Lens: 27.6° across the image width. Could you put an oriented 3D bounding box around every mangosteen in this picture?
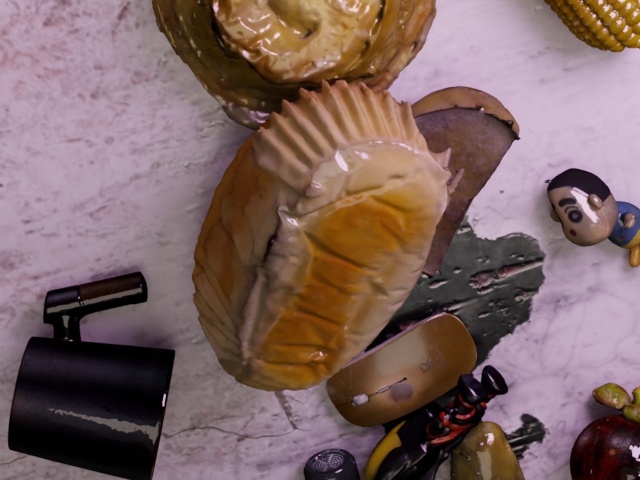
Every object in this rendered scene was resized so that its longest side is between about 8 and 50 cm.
[{"bbox_3d":[0.412,0.278,1.692,0.166,0.166,0.180,12,86,-10],"label":"mangosteen"}]

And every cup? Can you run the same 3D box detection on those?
[{"bbox_3d":[-0.273,0.168,1.603,0.177,0.239,0.166,10,152,-4],"label":"cup"}]

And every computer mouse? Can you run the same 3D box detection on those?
[{"bbox_3d":[0.104,0.168,1.670,0.199,0.045,0.102,-29,109,6],"label":"computer mouse"}]

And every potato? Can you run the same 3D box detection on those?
[{"bbox_3d":[0.226,0.327,1.725,0.105,0.085,0.188,-13,108,-2],"label":"potato"},{"bbox_3d":[0.133,-0.088,1.544,0.138,0.098,0.243,25,124,-4],"label":"potato"}]

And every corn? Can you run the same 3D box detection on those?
[{"bbox_3d":[0.272,-0.327,1.451,0.119,0.119,0.322,-42,103,11],"label":"corn"}]

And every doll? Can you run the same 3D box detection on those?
[{"bbox_3d":[0.134,0.253,1.662,0.127,0.088,0.248,12,129,-36],"label":"doll"},{"bbox_3d":[0.345,-0.023,1.599,0.179,0.102,0.089,36,62,-14],"label":"doll"}]

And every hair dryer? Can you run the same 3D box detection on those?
[{"bbox_3d":[-0.047,0.355,1.726,0.219,0.071,0.124,-13,111,9],"label":"hair dryer"}]

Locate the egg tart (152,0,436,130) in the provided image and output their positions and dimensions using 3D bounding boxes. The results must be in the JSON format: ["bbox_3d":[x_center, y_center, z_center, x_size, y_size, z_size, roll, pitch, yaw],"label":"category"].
[{"bbox_3d":[-0.022,-0.276,1.437,0.341,0.129,0.341,-3,113,-6],"label":"egg tart"}]

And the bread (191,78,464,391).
[{"bbox_3d":[-0.011,-0.005,1.485,0.236,0.183,0.388,20,123,-24],"label":"bread"}]
